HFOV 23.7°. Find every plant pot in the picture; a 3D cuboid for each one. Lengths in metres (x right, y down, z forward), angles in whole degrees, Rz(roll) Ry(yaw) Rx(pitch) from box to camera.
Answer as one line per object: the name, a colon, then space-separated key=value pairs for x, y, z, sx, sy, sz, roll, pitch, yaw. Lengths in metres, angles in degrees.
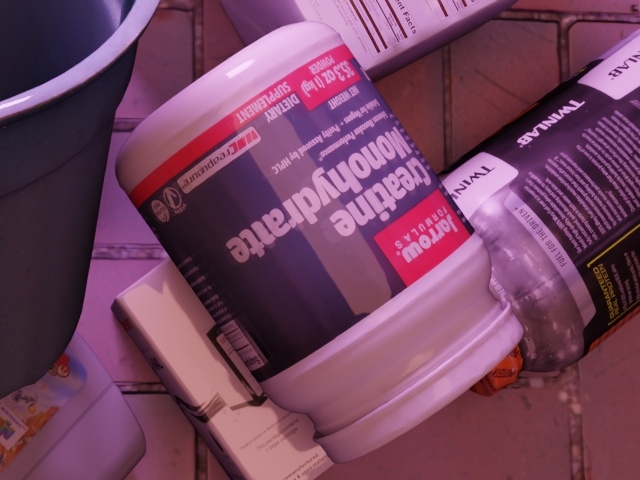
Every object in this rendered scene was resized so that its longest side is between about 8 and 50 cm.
plant pot: x=-0.280 y=-0.070 z=1.003 sx=0.341 sy=0.334 sz=0.341 roll=5 pitch=48 yaw=-6

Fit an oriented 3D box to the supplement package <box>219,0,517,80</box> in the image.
supplement package: x=0.045 y=-0.217 z=1.254 sx=0.203 sy=0.194 sz=0.149 roll=-29 pitch=91 yaw=-14

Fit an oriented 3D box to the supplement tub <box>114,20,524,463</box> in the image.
supplement tub: x=0.000 y=0.000 z=1.086 sx=0.191 sy=0.191 sz=0.272 roll=-35 pitch=91 yaw=-14

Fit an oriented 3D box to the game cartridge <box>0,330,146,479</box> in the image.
game cartridge: x=-0.282 y=0.111 z=1.180 sx=0.297 sy=0.062 sz=0.198 roll=46 pitch=56 yaw=-7

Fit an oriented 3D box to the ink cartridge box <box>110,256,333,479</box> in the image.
ink cartridge box: x=-0.076 y=0.106 z=1.214 sx=0.086 sy=0.148 sz=0.203 roll=-36 pitch=91 yaw=-11

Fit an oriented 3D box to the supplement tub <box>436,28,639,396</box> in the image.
supplement tub: x=0.214 y=-0.023 z=1.269 sx=0.316 sy=0.193 sz=0.193 roll=-36 pitch=92 yaw=-14
